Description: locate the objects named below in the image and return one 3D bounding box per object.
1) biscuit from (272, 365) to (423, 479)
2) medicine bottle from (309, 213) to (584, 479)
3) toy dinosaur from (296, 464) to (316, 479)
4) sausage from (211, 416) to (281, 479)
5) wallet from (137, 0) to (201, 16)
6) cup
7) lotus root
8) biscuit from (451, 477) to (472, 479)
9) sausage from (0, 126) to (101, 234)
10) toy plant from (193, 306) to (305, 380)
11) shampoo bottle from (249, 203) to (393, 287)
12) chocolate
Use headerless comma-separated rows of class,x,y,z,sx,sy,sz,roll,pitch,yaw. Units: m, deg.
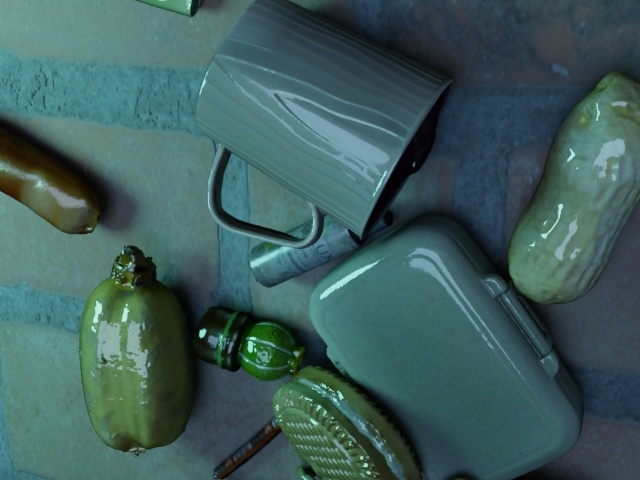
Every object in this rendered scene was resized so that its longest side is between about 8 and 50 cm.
biscuit,0.035,0.289,1.353,0.259,0.079,0.259,38,154,22
medicine bottle,0.172,0.159,1.288,0.282,0.123,0.375,-33,97,30
toy dinosaur,0.006,0.408,1.405,0.251,0.200,0.072,29,90,-25
sausage,-0.112,0.332,1.511,0.198,0.025,0.028,-45,59,27
wallet,-0.231,-0.378,1.285,0.155,0.039,0.110,20,118,13
cup,-0.006,-0.136,1.203,0.273,0.208,0.288,31,124,8
lotus root,-0.282,0.166,1.445,0.169,0.151,0.342,0,105,4
biscuit,0.277,0.419,1.335,0.306,0.043,0.284,-2,138,10
sausage,-0.460,-0.108,1.444,0.300,0.083,0.089,30,110,4
toy plant,-0.103,0.157,1.408,0.162,0.093,0.092,14,113,11
shampoo bottle,0.000,0.000,1.323,0.214,0.072,0.072,-25,99,25
chocolate,0.327,-0.053,1.155,0.134,0.134,0.309,22,117,11
